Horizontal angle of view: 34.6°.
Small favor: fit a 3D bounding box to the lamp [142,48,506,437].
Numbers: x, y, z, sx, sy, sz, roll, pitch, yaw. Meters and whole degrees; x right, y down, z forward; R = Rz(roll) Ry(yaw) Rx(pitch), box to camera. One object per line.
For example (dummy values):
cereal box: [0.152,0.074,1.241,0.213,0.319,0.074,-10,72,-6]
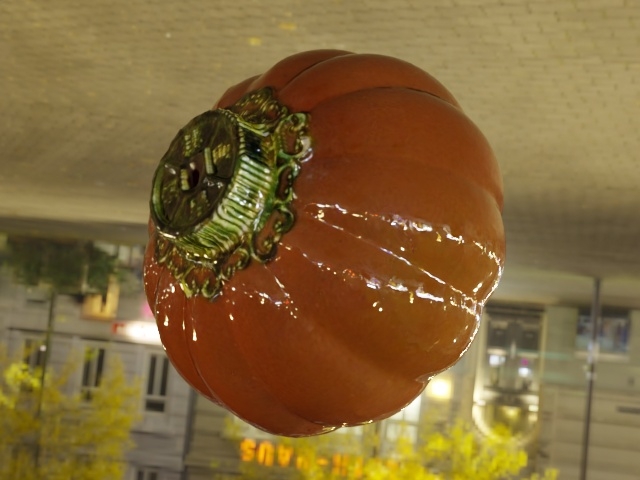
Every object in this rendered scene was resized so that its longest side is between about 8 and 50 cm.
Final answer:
lamp: [0.000,0.000,0.582,0.223,0.223,0.196,0,159,46]
